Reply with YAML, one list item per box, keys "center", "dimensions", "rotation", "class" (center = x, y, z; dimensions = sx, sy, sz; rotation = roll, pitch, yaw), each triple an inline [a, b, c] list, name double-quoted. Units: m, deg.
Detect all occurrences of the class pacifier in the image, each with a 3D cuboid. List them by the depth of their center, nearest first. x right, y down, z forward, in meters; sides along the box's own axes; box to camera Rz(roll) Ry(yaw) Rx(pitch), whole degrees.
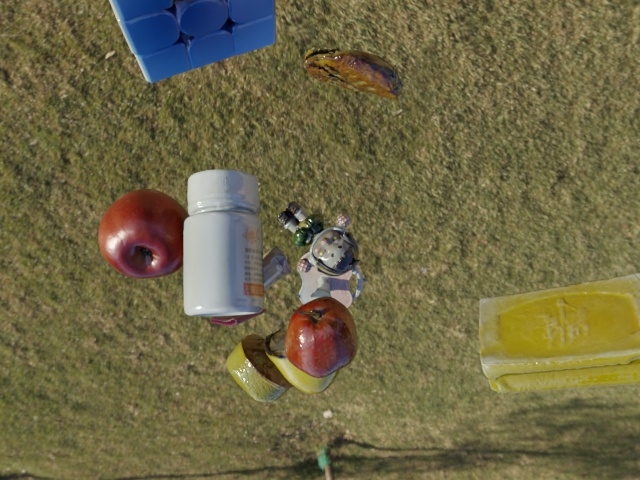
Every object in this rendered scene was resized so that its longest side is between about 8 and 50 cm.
- center: [0.019, 0.190, 1.960]
  dimensions: [0.273, 0.220, 0.332]
  rotation: [-27, 128, -38]
  class: "pacifier"

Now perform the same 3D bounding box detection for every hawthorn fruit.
- center: [0.001, 0.181, 0.970]
  dimensions: [0.163, 0.162, 0.203]
  rotation: [-6, 133, -4]
  class: "hawthorn fruit"

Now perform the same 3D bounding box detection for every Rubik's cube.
- center: [-0.264, -0.525, 0.872]
  dimensions: [0.290, 0.291, 0.291]
  rotation: [-22, 168, -10]
  class: "Rubik's cube"

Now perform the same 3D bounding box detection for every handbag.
- center: [-0.181, 0.100, 1.449]
  dimensions: [0.173, 0.095, 0.117]
  rotation: [-37, 153, -13]
  class: "handbag"

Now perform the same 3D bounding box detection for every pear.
- center: [-0.016, 0.343, 1.336]
  dimensions: [0.267, 0.267, 0.178]
  rotation: [-10, 96, -1]
  class: "pear"

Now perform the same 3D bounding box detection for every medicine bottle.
- center: [-0.260, 0.013, 1.271]
  dimensions: [0.211, 0.371, 0.211]
  rotation: [-3, 169, -1]
  class: "medicine bottle"

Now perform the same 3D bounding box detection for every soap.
- center: [0.470, 0.178, 0.904]
  dimensions: [0.315, 0.199, 0.091]
  rotation: [-13, 126, 28]
  class: "soap"

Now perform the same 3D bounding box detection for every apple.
- center: [-0.493, -0.010, 1.352]
  dimensions: [0.260, 0.216, 0.260]
  rotation: [-7, 123, -11]
  class: "apple"

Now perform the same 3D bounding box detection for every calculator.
- center: [-0.293, 0.269, 1.668]
  dimensions: [0.127, 0.190, 0.034]
  rotation: [-19, 97, -42]
  class: "calculator"

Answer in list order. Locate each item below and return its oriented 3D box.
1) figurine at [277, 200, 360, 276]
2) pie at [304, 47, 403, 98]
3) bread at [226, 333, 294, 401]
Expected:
- center: [0.000, 0.000, 1.810]
  dimensions: [0.370, 0.167, 0.281]
  rotation: [40, 86, 12]
  class: "figurine"
- center: [0.085, -0.495, 1.378]
  dimensions: [0.308, 0.308, 0.085]
  rotation: [13, 100, -18]
  class: "pie"
- center: [-0.213, 0.468, 1.750]
  dimensions: [0.270, 0.270, 0.148]
  rotation: [38, 100, -31]
  class: "bread"
